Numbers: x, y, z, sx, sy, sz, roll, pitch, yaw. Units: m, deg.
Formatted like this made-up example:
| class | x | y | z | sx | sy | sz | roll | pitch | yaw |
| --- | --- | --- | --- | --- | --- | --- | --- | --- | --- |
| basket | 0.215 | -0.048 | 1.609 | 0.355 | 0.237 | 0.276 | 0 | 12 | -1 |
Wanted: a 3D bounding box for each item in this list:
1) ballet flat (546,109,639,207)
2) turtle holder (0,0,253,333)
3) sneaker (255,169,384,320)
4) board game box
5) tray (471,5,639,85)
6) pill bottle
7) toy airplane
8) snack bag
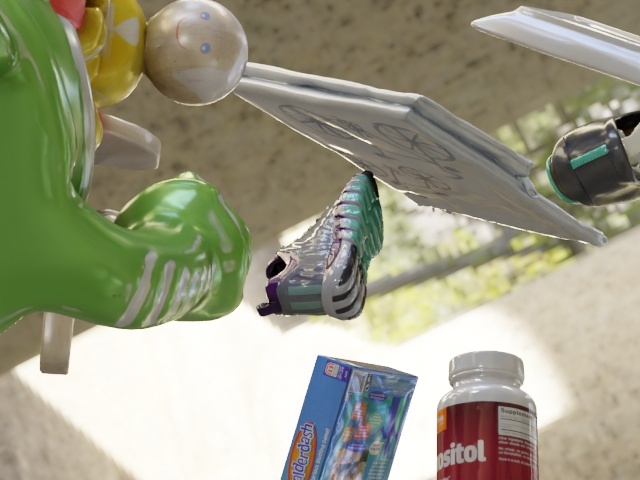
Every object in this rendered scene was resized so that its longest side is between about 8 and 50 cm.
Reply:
| class | x | y | z | sx | sy | sz | roll | pitch | yaw |
| --- | --- | --- | --- | --- | --- | --- | --- | --- | --- |
| ballet flat | 0.233 | -0.063 | 1.147 | 0.203 | 0.074 | 0.074 | -13 | 75 | -47 |
| turtle holder | -0.201 | -0.062 | 0.823 | 0.227 | 0.320 | 0.243 | -78 | 163 | -76 |
| sneaker | 0.000 | 0.000 | 1.617 | 0.223 | 0.098 | 0.083 | -69 | 150 | -61 |
| board game box | 0.023 | 0.232 | 1.815 | 0.160 | 0.047 | 0.210 | 17 | 89 | -60 |
| tray | 0.266 | -0.143 | 1.381 | 0.270 | 0.030 | 0.145 | 25 | 17 | 36 |
| pill bottle | 0.139 | 0.173 | 1.429 | 0.086 | 0.086 | 0.152 | 43 | 43 | -56 |
| toy airplane | -0.187 | -0.134 | 1.409 | 0.384 | 0.272 | 0.386 | -69 | 155 | -63 |
| snack bag | 0.105 | -0.090 | 1.795 | 0.342 | 0.037 | 0.323 | 30 | -9 | -38 |
